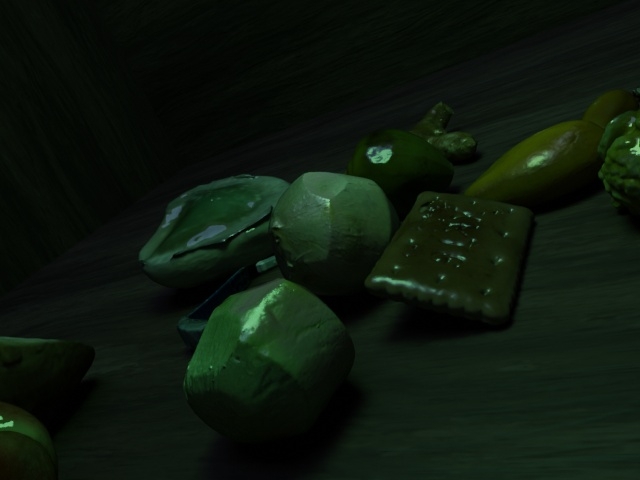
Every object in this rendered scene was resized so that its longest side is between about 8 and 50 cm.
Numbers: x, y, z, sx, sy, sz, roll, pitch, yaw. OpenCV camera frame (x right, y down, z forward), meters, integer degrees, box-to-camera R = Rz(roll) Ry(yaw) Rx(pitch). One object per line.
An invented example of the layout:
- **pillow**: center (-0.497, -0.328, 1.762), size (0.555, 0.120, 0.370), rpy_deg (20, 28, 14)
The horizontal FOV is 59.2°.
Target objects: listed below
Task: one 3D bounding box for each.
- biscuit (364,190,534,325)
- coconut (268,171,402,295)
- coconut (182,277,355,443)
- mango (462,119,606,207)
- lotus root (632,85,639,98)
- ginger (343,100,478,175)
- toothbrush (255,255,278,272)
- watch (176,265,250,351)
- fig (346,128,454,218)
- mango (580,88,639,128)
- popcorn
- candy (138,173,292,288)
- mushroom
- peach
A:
- **biscuit**: center (0.221, 0.008, 0.914), size (0.217, 0.044, 0.325), rpy_deg (12, 35, 23)
- **coconut**: center (0.012, -0.008, 1.012), size (0.231, 0.227, 0.227), rpy_deg (4, 8, -24)
- **coconut**: center (-0.064, 0.155, 0.772), size (0.205, 0.235, 0.236), rpy_deg (22, 40, 17)
- **mango**: center (0.404, -0.129, 1.058), size (0.317, 0.119, 0.176), rpy_deg (-29, 21, 18)
- **lotus root**: center (0.754, -0.342, 1.281), size (0.083, 0.030, 0.037), rpy_deg (-18, -10, 11)
- **ginger**: center (0.245, -0.251, 1.576), size (0.363, 0.122, 0.348), rpy_deg (-25, 17, 19)
- **toothbrush**: center (0.001, 0.000, 1.235), size (0.342, 0.025, 0.030), rpy_deg (-25, 9, -36)
- **watch**: center (-0.128, 0.125, 1.139), size (0.276, 0.068, 0.274), rpy_deg (-11, 20, 36)
- **fig**: center (0.170, -0.150, 1.252), size (0.230, 0.207, 0.207), rpy_deg (-5, 27, 25)
- **mango**: center (0.588, -0.242, 1.157), size (0.102, 0.084, 0.184), rpy_deg (3, 44, 46)
- **popcorn**: center (0.508, -0.117, 0.815), size (0.188, 0.167, 0.185), rpy_deg (-16, 23, 17)
- **candy**: center (-0.234, -0.023, 1.441), size (0.427, 0.186, 0.386), rpy_deg (-16, 30, 18)
- **mushroom**: center (-0.580, 0.311, 1.011), size (0.225, 0.313, 0.397), rpy_deg (-4, -11, 25)
- **peach**: center (-0.472, 0.346, 0.750), size (0.253, 0.252, 0.252), rpy_deg (-23, 20, 9)
